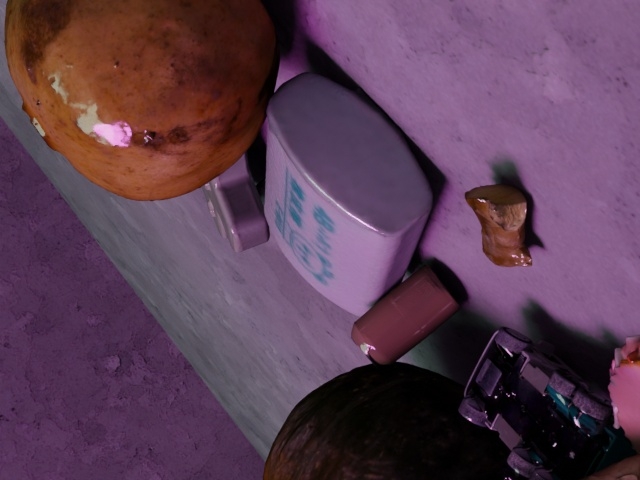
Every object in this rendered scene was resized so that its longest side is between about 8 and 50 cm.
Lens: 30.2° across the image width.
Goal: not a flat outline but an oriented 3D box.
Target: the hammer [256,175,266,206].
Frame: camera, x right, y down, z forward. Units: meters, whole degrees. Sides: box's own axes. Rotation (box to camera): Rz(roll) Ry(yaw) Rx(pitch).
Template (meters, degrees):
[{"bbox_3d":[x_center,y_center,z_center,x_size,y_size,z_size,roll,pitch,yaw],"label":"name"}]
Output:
[{"bbox_3d":[0.000,0.000,1.494,0.226,0.041,0.159,41,163,32],"label":"hammer"}]

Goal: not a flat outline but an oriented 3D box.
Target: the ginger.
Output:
[{"bbox_3d":[0.160,-0.013,1.045,0.057,0.044,0.137,9,153,21],"label":"ginger"}]

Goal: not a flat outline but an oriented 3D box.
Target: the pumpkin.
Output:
[{"bbox_3d":[0.129,0.343,1.322,0.454,0.344,0.454,37,169,8],"label":"pumpkin"}]

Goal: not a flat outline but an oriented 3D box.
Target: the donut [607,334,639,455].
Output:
[{"bbox_3d":[0.316,0.139,0.883,0.233,0.085,0.199,33,158,46],"label":"donut"}]

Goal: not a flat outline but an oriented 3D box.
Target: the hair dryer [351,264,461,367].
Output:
[{"bbox_3d":[0.100,0.088,1.347,0.064,0.117,0.182,51,-176,8],"label":"hair dryer"}]

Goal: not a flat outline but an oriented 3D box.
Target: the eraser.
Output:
[{"bbox_3d":[0.021,-0.039,1.251,0.189,0.104,0.290,43,163,12],"label":"eraser"}]

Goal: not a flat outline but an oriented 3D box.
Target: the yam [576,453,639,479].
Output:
[{"bbox_3d":[0.170,0.258,0.990,0.317,0.067,0.071,-39,47,39],"label":"yam"}]

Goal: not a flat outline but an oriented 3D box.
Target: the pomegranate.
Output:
[{"bbox_3d":[-0.174,-0.183,1.161,0.281,0.281,0.281,45,163,18],"label":"pomegranate"}]

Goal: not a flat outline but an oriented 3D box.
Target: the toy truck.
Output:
[{"bbox_3d":[0.226,0.172,1.103,0.116,0.110,0.216,20,-168,-25],"label":"toy truck"}]

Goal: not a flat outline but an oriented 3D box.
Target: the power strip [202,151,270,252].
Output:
[{"bbox_3d":[-0.118,-0.081,1.489,0.265,0.059,0.193,89,160,-64],"label":"power strip"}]
